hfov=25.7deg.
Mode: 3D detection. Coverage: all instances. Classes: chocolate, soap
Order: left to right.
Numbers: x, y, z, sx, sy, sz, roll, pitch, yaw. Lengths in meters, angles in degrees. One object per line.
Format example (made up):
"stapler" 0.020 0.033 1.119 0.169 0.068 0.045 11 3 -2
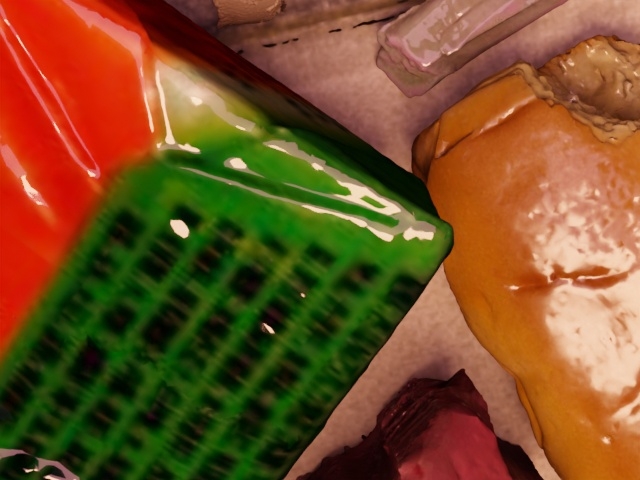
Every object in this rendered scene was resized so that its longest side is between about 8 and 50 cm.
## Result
"chocolate" -0.144 0.017 0.866 0.341 0.161 0.360 35 113 -2
"soap" 0.045 0.193 0.841 0.220 0.325 0.127 -45 89 1

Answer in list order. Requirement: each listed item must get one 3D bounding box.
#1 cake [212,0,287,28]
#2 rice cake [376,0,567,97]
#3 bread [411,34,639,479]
"cake" -0.058 -0.209 0.943 0.052 0.065 0.121 -12 88 -1
"rice cake" 0.158 -0.183 0.946 0.270 0.049 0.055 -32 72 3
"bread" 0.198 0.040 0.912 0.195 0.149 0.344 -28 94 2
